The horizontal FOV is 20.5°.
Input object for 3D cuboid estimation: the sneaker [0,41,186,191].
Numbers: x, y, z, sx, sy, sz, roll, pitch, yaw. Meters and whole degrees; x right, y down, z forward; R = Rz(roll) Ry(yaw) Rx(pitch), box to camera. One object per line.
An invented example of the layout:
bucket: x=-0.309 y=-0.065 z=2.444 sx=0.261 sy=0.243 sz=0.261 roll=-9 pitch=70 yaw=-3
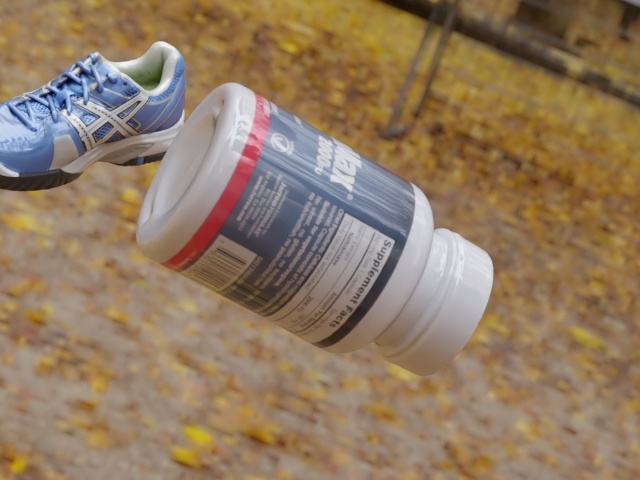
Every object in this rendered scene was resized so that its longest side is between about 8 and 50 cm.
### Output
sneaker: x=-0.181 y=-0.093 z=1.267 sx=0.080 sy=0.081 sz=0.211 roll=35 pitch=35 yaw=28

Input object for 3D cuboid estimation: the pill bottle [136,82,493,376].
pill bottle: x=0.000 y=0.000 z=0.977 sx=0.180 sy=0.108 sz=0.108 roll=29 pitch=10 yaw=-19
